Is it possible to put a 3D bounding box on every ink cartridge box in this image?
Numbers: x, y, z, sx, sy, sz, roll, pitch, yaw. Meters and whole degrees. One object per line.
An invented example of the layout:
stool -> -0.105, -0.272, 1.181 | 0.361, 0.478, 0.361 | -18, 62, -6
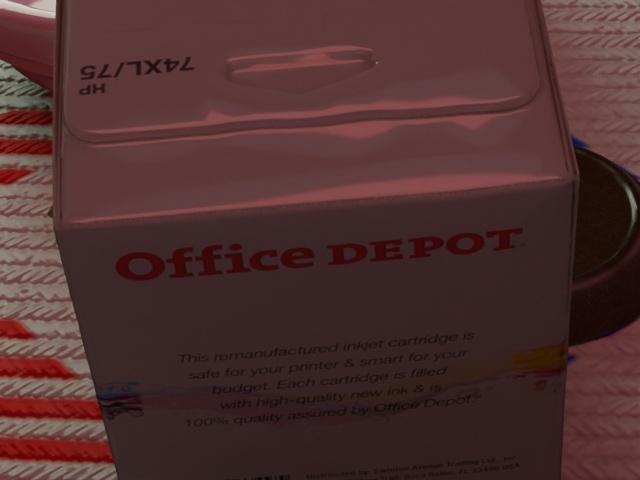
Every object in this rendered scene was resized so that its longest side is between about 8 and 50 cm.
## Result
ink cartridge box -> 0.000, 0.000, 0.871 | 0.198, 0.270, 0.197 | -5, 50, 0

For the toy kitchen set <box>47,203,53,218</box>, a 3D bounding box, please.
toy kitchen set -> -0.094, -0.037, 1.109 | 0.068, 0.083, 0.075 | 39, 43, -13

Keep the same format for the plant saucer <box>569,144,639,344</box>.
plant saucer -> 0.111, -0.007, 1.077 | 0.168, 0.029, 0.168 | -4, 39, 3

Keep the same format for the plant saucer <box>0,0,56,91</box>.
plant saucer -> -0.085, -0.180, 1.246 | 0.332, 0.084, 0.332 | -4, 35, 3
